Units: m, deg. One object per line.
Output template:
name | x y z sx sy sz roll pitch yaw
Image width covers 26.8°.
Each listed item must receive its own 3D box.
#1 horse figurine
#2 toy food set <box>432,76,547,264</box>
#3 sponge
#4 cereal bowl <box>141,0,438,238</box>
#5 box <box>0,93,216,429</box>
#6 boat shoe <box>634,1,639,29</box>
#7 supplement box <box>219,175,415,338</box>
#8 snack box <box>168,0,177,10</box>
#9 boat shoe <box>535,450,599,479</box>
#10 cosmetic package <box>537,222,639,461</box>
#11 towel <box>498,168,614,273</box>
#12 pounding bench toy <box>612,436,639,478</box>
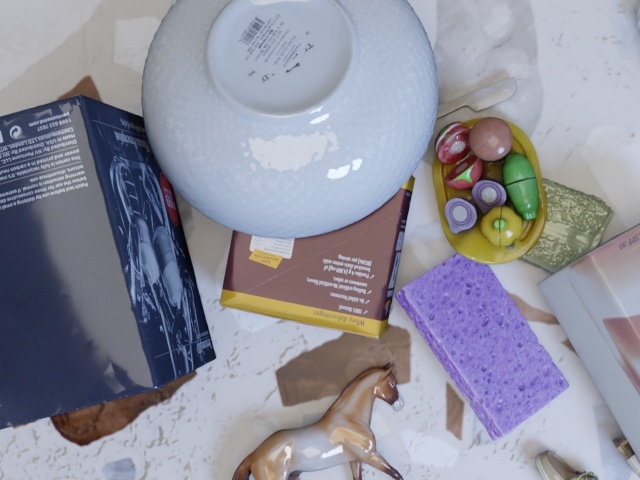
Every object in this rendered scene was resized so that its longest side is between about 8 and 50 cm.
horse figurine | -0.004 0.275 1.625 0.263 0.066 0.174 -21 94 4
toy food set | 0.189 -0.082 1.576 0.128 0.071 0.218 -13 79 13
sponge | 0.192 0.118 1.591 0.117 0.031 0.210 -32 85 -26
cereal bowl | -0.037 -0.179 1.481 0.339 0.141 0.339 -1 74 3
box | -0.265 0.022 1.514 0.179 0.343 0.313 -14 89 6
boat shoe | 0.406 -0.265 1.575 0.075 0.083 0.226 1 79 18
supplement box | 0.000 0.000 1.589 0.191 0.129 0.194 11 91 6
snack box | -0.036 -0.384 1.625 0.187 0.060 0.322 23 93 6
boat shoe | 0.312 0.295 1.588 0.135 0.050 0.045 46 120 7
cosmetic package | 0.397 0.129 1.513 0.153 0.129 0.296 -28 84 -25
towel | 0.265 -0.021 1.610 0.148 0.027 0.110 22 92 6
pounding bench toy | 0.386 0.242 1.569 0.065 0.083 0.052 -38 86 6
